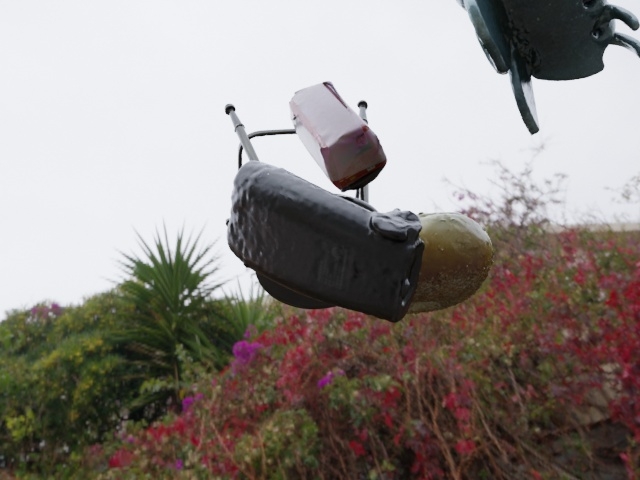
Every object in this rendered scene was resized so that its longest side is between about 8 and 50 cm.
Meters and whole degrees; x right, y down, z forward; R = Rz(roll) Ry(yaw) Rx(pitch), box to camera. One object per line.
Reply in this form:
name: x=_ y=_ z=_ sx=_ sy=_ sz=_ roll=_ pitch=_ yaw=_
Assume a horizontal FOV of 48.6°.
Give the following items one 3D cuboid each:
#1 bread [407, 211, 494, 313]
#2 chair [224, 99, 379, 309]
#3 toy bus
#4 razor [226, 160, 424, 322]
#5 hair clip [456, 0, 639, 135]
bread: x=0.174 y=0.054 z=1.337 sx=0.306 sy=0.158 sz=0.305 roll=-6 pitch=-16 yaw=-2
chair: x=-0.027 y=-0.079 z=1.684 sx=0.362 sy=0.410 sz=0.364 roll=-4 pitch=-54 yaw=-12
toy bus: x=0.029 y=-0.226 z=1.504 sx=0.128 sy=0.302 sz=0.147 roll=-29 pitch=-51 yaw=-1
razor: x=-0.001 y=0.002 z=1.100 sx=0.107 sy=0.327 sz=0.189 roll=-32 pitch=-43 yaw=-51
hair clip: x=0.361 y=-0.391 z=1.168 sx=0.238 sy=0.392 sz=0.318 roll=-28 pitch=-54 yaw=16
